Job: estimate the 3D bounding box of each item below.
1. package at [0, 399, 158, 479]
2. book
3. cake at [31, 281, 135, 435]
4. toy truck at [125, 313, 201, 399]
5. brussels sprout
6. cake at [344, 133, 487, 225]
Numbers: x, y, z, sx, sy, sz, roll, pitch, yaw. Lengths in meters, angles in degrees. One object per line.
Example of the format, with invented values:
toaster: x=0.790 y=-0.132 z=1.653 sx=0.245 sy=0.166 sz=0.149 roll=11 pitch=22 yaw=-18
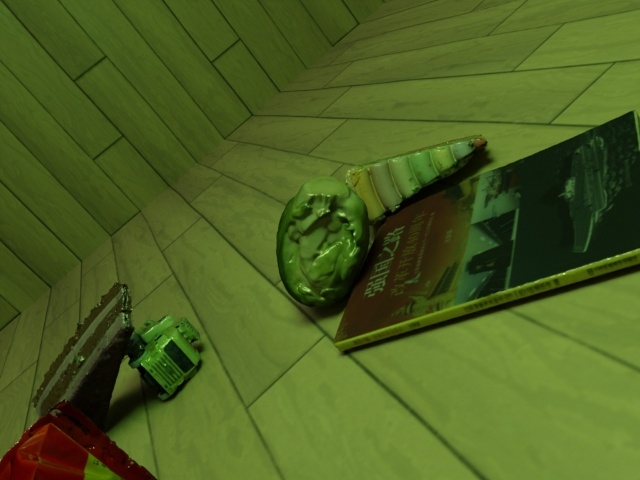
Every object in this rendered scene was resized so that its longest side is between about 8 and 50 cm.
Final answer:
package: x=-0.242 y=0.323 z=0.593 sx=0.123 sy=0.196 sz=0.423 roll=-40 pitch=20 yaw=0
book: x=0.197 y=-0.008 z=0.767 sx=0.373 sy=0.028 sz=0.263 roll=-23 pitch=27 yaw=35
cake: x=-0.353 y=0.199 z=1.022 sx=0.295 sy=0.112 sz=0.116 roll=-55 pitch=40 yaw=25
toy truck: x=-0.259 y=0.178 z=1.063 sx=0.116 sy=0.085 sz=0.191 roll=-44 pitch=20 yaw=-19
brussels sprout: x=0.001 y=-0.001 z=0.894 sx=0.145 sy=0.131 sz=0.183 roll=-56 pitch=-21 yaw=-74
cake: x=0.139 y=-0.116 z=0.971 sx=0.225 sy=0.090 sz=0.109 roll=-32 pitch=3 yaw=11
